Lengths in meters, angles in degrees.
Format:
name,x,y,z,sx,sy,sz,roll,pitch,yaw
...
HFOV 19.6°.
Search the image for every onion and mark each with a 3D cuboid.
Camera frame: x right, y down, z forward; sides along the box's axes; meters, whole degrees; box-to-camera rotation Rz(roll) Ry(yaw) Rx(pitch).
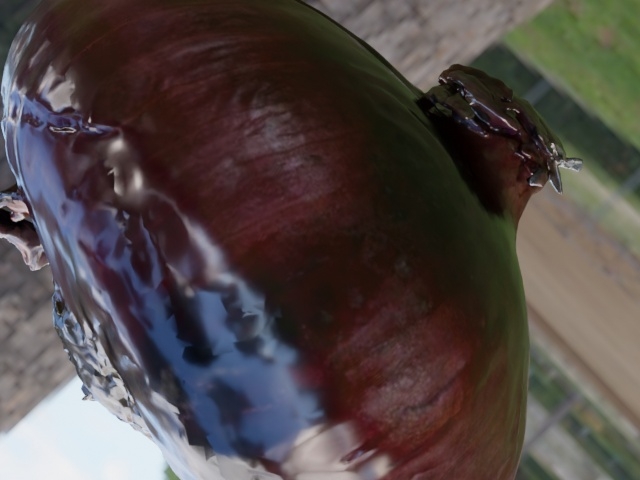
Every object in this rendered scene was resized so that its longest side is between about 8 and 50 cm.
name,x,y,z,sx,sy,sz,roll,pitch,yaw
onion,0.000,0.000,0.935,0.347,0.285,0.347,57,171,15
